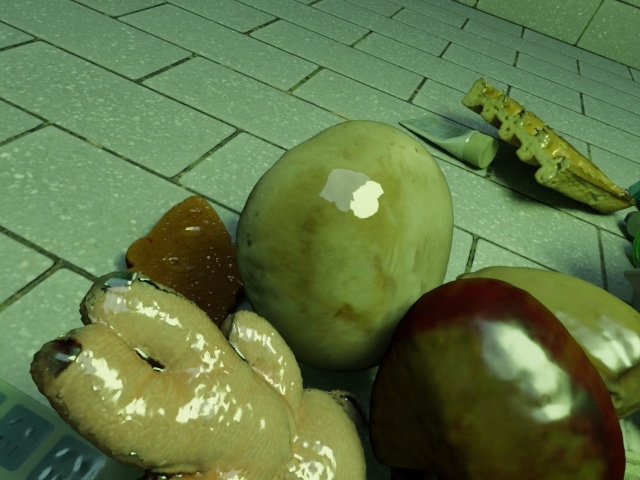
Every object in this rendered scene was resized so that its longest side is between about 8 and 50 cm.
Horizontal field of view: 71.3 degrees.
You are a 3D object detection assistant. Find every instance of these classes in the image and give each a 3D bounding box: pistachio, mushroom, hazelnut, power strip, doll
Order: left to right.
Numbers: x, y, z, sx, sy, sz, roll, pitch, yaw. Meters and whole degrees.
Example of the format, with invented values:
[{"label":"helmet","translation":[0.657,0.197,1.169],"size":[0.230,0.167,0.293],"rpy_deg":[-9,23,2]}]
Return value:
[{"label":"power strip","translation":[-0.247,0.211,0.373],"size":[0.270,0.046,0.118],"rpy_deg":[26,42,8]},{"label":"doll","translation":[-0.092,0.159,0.374],"size":[0.303,0.156,0.201],"rpy_deg":[45,45,-19]},{"label":"mushroom","translation":[0.000,0.000,0.549],"size":[0.290,0.292,0.292],"rpy_deg":[13,31,43]},{"label":"hazelnut","translation":[0.157,0.158,0.416],"size":[0.217,0.251,0.217],"rpy_deg":[-10,5,1]},{"label":"pistachio","translation":[0.302,0.118,0.589],"size":[0.213,0.162,0.260],"rpy_deg":[11,24,-39]}]

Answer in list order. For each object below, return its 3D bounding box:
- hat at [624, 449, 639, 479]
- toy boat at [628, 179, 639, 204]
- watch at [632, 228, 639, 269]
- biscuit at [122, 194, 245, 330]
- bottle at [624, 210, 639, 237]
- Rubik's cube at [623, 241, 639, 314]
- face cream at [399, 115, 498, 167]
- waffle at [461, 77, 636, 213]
[{"label":"hat","translation":[0.317,0.299,0.382],"size":[0.252,0.110,0.252],"rpy_deg":[4,58,-6]},{"label":"toy boat","translation":[0.843,-0.088,1.034],"size":[0.238,0.109,0.098],"rpy_deg":[5,64,-10]},{"label":"watch","translation":[0.653,0.039,0.819],"size":[0.131,0.165,0.152],"rpy_deg":[2,20,-16]},{"label":"biscuit","translation":[-0.174,0.036,0.587],"size":[0.183,0.043,0.280],"rpy_deg":[6,39,-19]},{"label":"bottle","translation":[0.771,-0.030,0.958],"size":[0.254,0.079,0.096],"rpy_deg":[2,30,-17]},{"label":"Rubik's cube","translation":[0.596,0.061,0.548],"size":[0.358,0.387,0.368],"rpy_deg":[-6,27,16]},{"label":"face cream","translation":[0.300,-0.244,1.045],"size":[0.114,0.070,0.224],"rpy_deg":[-21,42,-35]},{"label":"waffle","translation":[0.509,-0.208,1.004],"size":[0.304,0.077,0.348],"rpy_deg":[15,38,-33]}]
